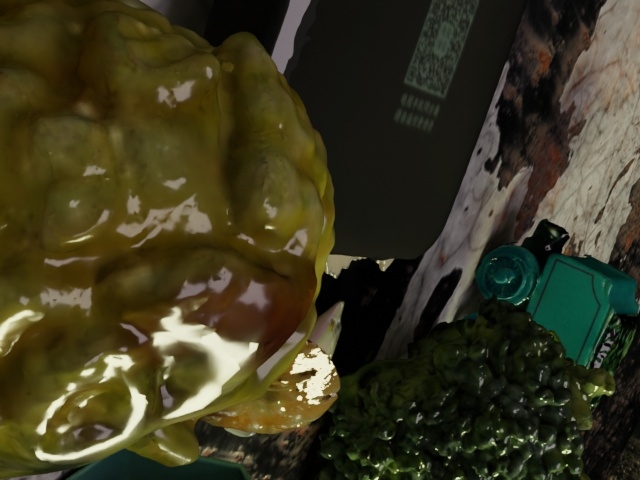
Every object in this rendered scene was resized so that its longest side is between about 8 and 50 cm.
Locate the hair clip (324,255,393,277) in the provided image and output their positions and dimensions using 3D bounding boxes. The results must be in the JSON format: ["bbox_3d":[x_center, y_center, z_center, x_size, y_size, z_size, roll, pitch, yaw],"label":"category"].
[{"bbox_3d":[0.000,0.000,0.737,0.226,0.034,0.072,-13,125,-57],"label":"hair clip"}]

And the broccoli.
[{"bbox_3d":[0.121,0.176,0.943,0.248,0.288,0.245,62,33,-15],"label":"broccoli"}]

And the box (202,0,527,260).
[{"bbox_3d":[0.041,-0.128,0.628,0.290,0.073,0.289,4,107,-62],"label":"box"}]

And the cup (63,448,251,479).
[{"bbox_3d":[-0.110,0.255,0.685,0.148,0.134,0.235,-30,143,-42],"label":"cup"}]

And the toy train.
[{"bbox_3d":[0.219,0.086,1.072,0.107,0.154,0.198,6,110,-58],"label":"toy train"}]

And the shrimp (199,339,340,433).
[{"bbox_3d":[-0.054,0.052,0.610,0.217,0.115,0.051,70,18,-51],"label":"shrimp"}]

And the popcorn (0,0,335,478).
[{"bbox_3d":[-0.097,0.003,0.427,0.218,0.169,0.189,-28,162,11],"label":"popcorn"}]

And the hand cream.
[{"bbox_3d":[-0.023,0.096,0.787,0.143,0.039,0.061,-34,140,-51],"label":"hand cream"}]
